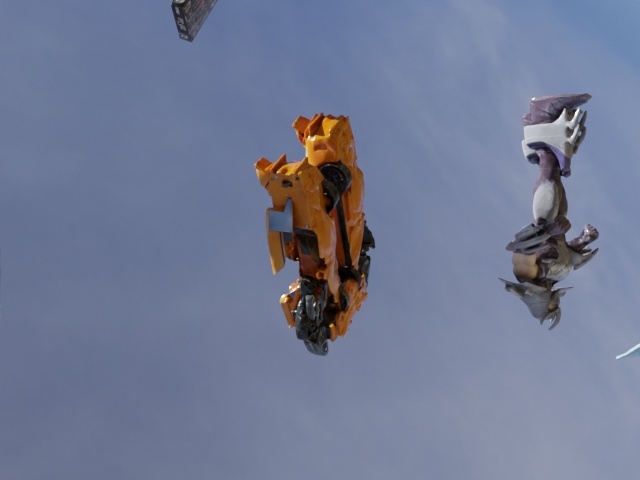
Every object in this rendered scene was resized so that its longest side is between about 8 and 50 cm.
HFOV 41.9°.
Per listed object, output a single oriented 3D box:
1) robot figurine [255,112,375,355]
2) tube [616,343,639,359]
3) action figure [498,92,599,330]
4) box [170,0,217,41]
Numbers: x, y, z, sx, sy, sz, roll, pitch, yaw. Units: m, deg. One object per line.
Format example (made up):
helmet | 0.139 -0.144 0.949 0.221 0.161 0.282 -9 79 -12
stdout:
robot figurine | 0.000 0.000 1.050 0.211 0.085 0.291 -53 -35 -45
tube | 0.223 0.012 0.319 0.080 0.207 0.052 84 169 -69
action figure | 0.286 -0.031 1.036 0.185 0.099 0.284 11 -99 -64
box | -0.156 -0.303 1.051 0.018 0.067 0.083 21 -112 11
